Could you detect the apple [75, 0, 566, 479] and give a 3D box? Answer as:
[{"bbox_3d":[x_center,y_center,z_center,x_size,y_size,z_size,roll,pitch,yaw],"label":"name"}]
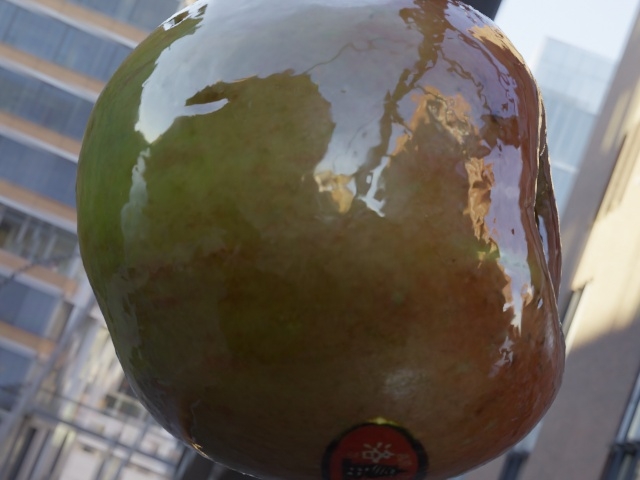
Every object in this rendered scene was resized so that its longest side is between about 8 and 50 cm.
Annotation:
[{"bbox_3d":[0.000,0.000,0.918,0.305,0.338,0.338,-6,-15,10],"label":"apple"}]
